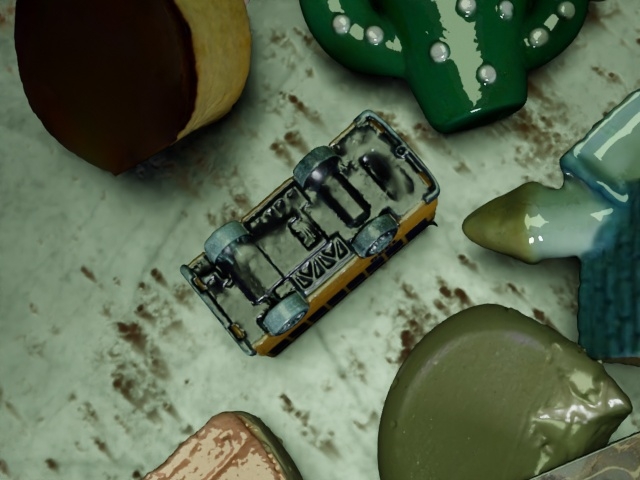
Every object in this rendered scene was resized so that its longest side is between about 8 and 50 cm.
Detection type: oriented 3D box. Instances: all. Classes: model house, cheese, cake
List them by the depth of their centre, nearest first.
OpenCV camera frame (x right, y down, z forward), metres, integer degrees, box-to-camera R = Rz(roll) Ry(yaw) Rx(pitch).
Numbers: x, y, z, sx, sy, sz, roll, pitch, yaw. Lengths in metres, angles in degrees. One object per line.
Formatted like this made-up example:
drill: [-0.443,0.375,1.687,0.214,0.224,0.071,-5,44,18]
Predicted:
cheese: [0.124,0.154,0.757,0.175,0.091,0.202,30,91,38]
model house: [0.279,-0.008,0.777,0.325,0.194,0.267,-1,79,20]
cake: [-0.127,0.209,0.779,0.225,0.109,0.090,-23,76,-1]
cake: [-0.140,-0.175,0.857,0.185,0.178,0.208,10,112,28]

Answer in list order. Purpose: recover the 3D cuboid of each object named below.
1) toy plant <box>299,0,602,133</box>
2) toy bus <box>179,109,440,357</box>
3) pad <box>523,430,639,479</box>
toy plant: [0.109,-0.219,0.857,0.232,0.112,0.243,-41,82,-3]
toy bus: [0.000,0.000,0.814,0.201,0.114,0.098,-41,76,1]
pad: [0.132,0.292,0.717,0.367,0.007,0.247,-23,109,-1]
